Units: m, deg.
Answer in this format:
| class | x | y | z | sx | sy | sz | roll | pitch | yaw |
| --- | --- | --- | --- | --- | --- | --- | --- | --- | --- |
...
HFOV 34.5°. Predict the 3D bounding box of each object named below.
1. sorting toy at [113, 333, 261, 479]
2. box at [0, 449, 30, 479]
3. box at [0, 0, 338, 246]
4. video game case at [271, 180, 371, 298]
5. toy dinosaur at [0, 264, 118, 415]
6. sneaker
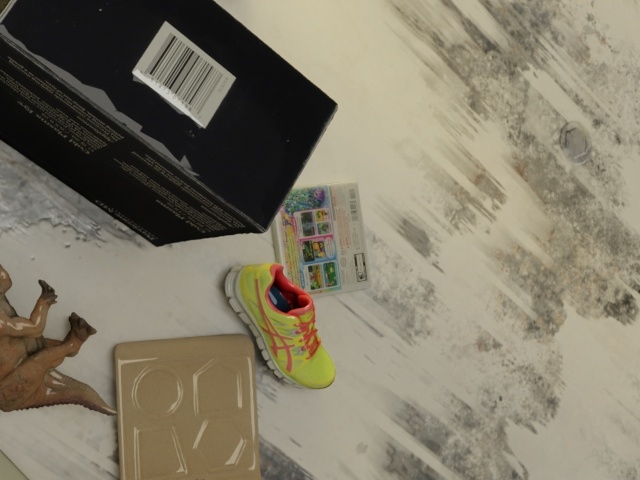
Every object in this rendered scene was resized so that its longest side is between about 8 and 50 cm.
| class | x | y | z | sx | sy | sz | roll | pitch | yaw |
| --- | --- | --- | --- | --- | --- | --- | --- | --- | --- |
| sorting toy | -0.171 | 0.229 | 1.327 | 0.193 | 0.038 | 0.208 | -2 | 83 | -31 |
| box | -0.356 | 0.315 | 1.165 | 0.094 | 0.113 | 0.275 | -46 | 107 | -24 |
| box | -0.217 | -0.162 | 1.164 | 0.343 | 0.312 | 0.179 | 37 | 69 | -24 |
| video game case | 0.000 | 0.000 | 1.451 | 0.143 | 0.019 | 0.157 | -9 | 92 | -30 |
| toy dinosaur | -0.374 | 0.132 | 1.167 | 0.200 | 0.127 | 0.295 | -49 | 122 | -16 |
| sneaker | -0.037 | 0.114 | 1.366 | 0.208 | 0.094 | 0.081 | 52 | 41 | -18 |
